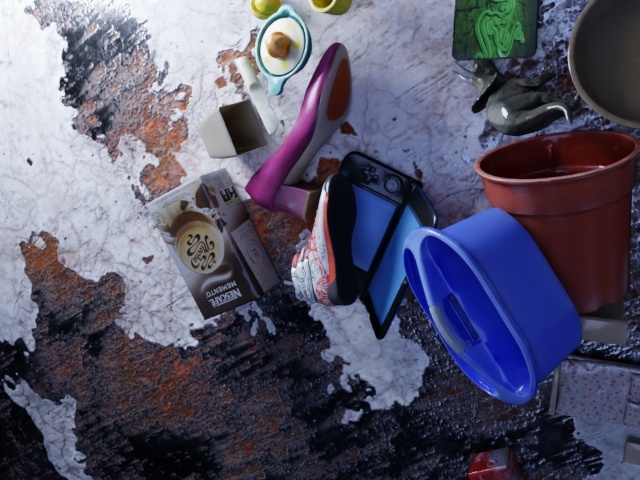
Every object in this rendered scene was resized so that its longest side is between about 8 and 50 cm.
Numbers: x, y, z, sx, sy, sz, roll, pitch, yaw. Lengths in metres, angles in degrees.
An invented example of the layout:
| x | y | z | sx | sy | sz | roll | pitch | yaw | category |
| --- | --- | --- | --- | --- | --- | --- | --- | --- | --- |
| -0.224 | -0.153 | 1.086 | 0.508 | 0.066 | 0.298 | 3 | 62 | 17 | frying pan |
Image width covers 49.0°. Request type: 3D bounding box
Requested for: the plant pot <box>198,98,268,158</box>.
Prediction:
| x | y | z | sx | sy | sz | roll | pitch | yaw | category |
| --- | --- | --- | --- | --- | --- | --- | --- | --- | --- |
| -0.198 | -0.231 | 1.515 | 0.096 | 0.109 | 0.108 | -15 | 100 | 38 | plant pot |

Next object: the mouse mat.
| x | y | z | sx | sy | sz | roll | pitch | yaw | category |
| --- | --- | --- | --- | --- | --- | --- | --- | --- | --- |
| 0.317 | -0.423 | 1.270 | 0.153 | 0.007 | 0.189 | 3 | 94 | 21 | mouse mat |

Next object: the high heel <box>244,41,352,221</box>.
| x | y | z | sx | sy | sz | roll | pitch | yaw | category |
| --- | --- | --- | --- | --- | --- | --- | --- | --- | --- |
| -0.058 | -0.233 | 1.450 | 0.181 | 0.127 | 0.377 | 24 | 107 | 26 | high heel |

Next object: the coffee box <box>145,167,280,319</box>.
| x | y | z | sx | sy | sz | roll | pitch | yaw | category |
| --- | --- | --- | --- | --- | --- | --- | --- | --- | --- |
| -0.241 | 0.008 | 1.593 | 0.168 | 0.119 | 0.297 | -24 | 95 | 26 | coffee box |

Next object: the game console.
| x | y | z | sx | sy | sz | roll | pitch | yaw | category |
| --- | --- | --- | --- | --- | --- | --- | --- | --- | --- |
| 0.091 | 0.005 | 1.426 | 0.250 | 0.173 | 0.293 | 28 | 114 | 12 | game console |

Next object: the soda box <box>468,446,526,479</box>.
| x | y | z | sx | sy | sz | roll | pitch | yaw | category |
| --- | --- | --- | --- | --- | --- | --- | --- | --- | --- |
| 0.417 | 0.586 | 1.518 | 0.092 | 0.083 | 0.263 | -23 | 96 | 26 | soda box |

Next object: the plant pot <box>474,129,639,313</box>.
| x | y | z | sx | sy | sz | roll | pitch | yaw | category |
| --- | --- | --- | --- | --- | --- | --- | --- | --- | --- |
| 0.429 | -0.028 | 1.240 | 0.273 | 0.272 | 0.264 | -5 | 112 | 24 | plant pot |

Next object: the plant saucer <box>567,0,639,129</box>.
| x | y | z | sx | sy | sz | roll | pitch | yaw | category |
| --- | --- | --- | --- | --- | --- | --- | --- | --- | --- |
| 0.543 | -0.304 | 1.120 | 0.278 | 0.041 | 0.277 | -4 | 80 | 22 | plant saucer |

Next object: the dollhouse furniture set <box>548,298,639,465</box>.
| x | y | z | sx | sy | sz | roll | pitch | yaw | category |
| --- | --- | --- | --- | --- | --- | --- | --- | --- | --- |
| 0.488 | 0.277 | 1.344 | 0.304 | 0.174 | 0.355 | 6 | 108 | 21 | dollhouse furniture set |

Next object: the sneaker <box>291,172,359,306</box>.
| x | y | z | sx | sy | sz | roll | pitch | yaw | category |
| --- | --- | --- | --- | --- | --- | --- | --- | --- | --- |
| -0.001 | 0.001 | 1.443 | 0.145 | 0.090 | 0.269 | -4 | 90 | 47 | sneaker |

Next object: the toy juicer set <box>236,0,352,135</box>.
| x | y | z | sx | sy | sz | roll | pitch | yaw | category |
| --- | --- | --- | --- | --- | --- | --- | --- | --- | --- |
| -0.095 | -0.402 | 1.393 | 0.209 | 0.090 | 0.329 | 46 | 116 | 27 | toy juicer set |

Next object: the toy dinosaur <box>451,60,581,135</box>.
| x | y | z | sx | sy | sz | roll | pitch | yaw | category |
| --- | --- | --- | --- | --- | --- | --- | --- | --- | --- |
| 0.353 | -0.230 | 1.230 | 0.161 | 0.313 | 0.121 | -17 | 127 | 3 | toy dinosaur |

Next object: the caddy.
| x | y | z | sx | sy | sz | roll | pitch | yaw | category |
| --- | --- | --- | --- | --- | --- | --- | --- | --- | --- |
| 0.273 | 0.113 | 1.198 | 0.341 | 0.179 | 0.241 | 59 | 159 | 4 | caddy |
